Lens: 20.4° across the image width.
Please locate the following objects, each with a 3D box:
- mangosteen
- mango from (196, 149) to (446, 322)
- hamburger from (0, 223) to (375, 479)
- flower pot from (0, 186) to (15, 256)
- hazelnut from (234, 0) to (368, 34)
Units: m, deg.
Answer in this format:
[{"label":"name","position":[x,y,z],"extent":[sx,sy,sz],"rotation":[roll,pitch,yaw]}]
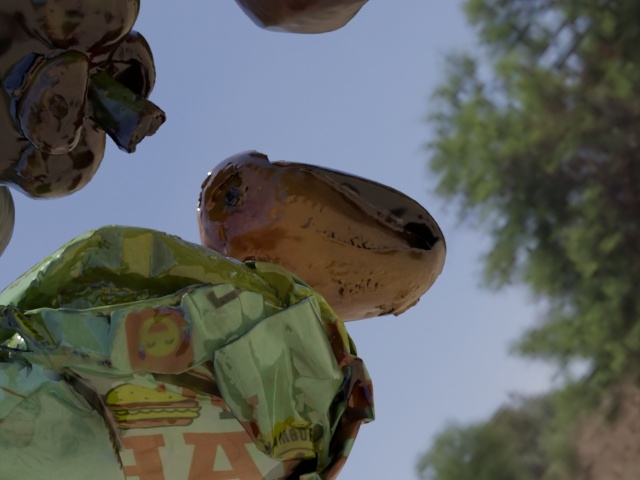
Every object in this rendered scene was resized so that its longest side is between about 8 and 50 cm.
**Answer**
[{"label":"mangosteen","position":[-0.267,-0.163,1.544],"extent":[0.287,0.287,0.233],"rotation":[-52,8,4]},{"label":"mango","position":[0.000,0.000,1.588],"extent":[0.249,0.156,0.151],"rotation":[13,-65,-34]},{"label":"hamburger","position":[-0.104,0.070,0.868],"extent":[0.214,0.235,0.125],"rotation":[-51,21,42]},{"label":"flower pot","position":[-0.487,-0.043,2.255],"extent":[0.157,0.189,0.243],"rotation":[-59,-18,-8]},{"label":"hazelnut","position":[-0.026,-0.314,1.790],"extent":[0.218,0.218,0.234],"rotation":[-46,16,-16]}]
